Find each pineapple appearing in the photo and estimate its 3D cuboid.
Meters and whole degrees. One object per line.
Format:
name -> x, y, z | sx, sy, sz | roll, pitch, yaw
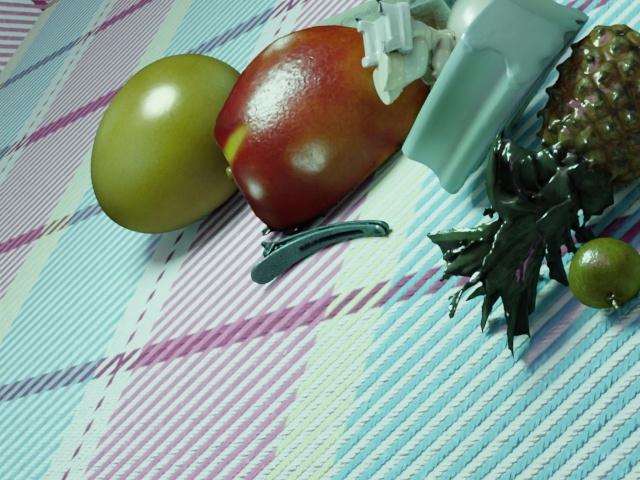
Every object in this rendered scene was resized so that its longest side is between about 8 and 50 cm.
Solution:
pineapple -> 0.242, -0.059, 1.170 | 0.364, 0.165, 0.165 | -51, 29, -8

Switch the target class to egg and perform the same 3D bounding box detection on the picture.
egg -> -0.239, -0.154, 1.820 | 0.322, 0.250, 0.250 | -48, 28, 15

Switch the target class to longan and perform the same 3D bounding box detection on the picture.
longan -> 0.280, 0.038, 1.090 | 0.075, 0.075, 0.083 | -28, 38, 29

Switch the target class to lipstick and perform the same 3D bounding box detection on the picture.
lipstick -> 0.084, -0.338, 1.810 | 0.371, 0.080, 0.076 | -12, 44, 44

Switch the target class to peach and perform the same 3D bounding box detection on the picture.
peach -> -0.008, -0.196, 1.624 | 0.361, 0.201, 0.258 | -38, 29, 13

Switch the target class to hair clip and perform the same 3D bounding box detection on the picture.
hair clip -> 0.000, 0.000, 1.533 | 0.229, 0.039, 0.070 | -21, 36, 35

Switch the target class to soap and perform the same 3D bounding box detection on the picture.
soap -> 0.199, -0.185, 1.293 | 0.173, 0.095, 0.289 | -49, -7, -23

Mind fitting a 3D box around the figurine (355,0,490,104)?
figurine -> 0.187, -0.277, 1.499 | 0.256, 0.182, 0.145 | -11, 71, -11
